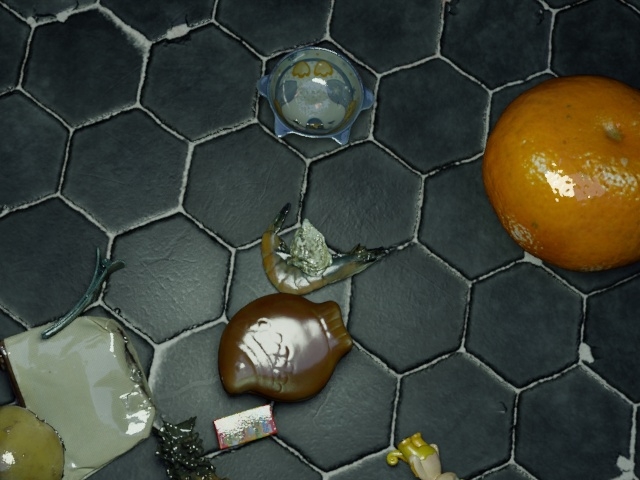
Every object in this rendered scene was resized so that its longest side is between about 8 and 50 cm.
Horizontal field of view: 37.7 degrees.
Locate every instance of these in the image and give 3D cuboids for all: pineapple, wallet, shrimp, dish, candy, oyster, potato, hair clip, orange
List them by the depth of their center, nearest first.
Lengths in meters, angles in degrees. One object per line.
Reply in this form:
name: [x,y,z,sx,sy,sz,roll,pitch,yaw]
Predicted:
potato: [-0.593,0.425,1.777,0.182,0.117,0.202,3,93,9]
pineapple: [-0.228,0.511,1.800,0.201,0.202,0.362,-22,63,-9]
wallet: [-0.485,0.304,1.865,0.274,0.068,0.336,-21,88,-5]
hair clip: [-0.477,0.112,1.873,0.070,0.039,0.230,29,53,0]
candy: [-0.153,0.376,1.890,0.121,0.038,0.062,-15,81,-8]
orange: [0.537,-0.129,1.911,0.423,0.326,0.424,6,60,-11]
oyster: [-0.018,0.018,1.930,0.100,0.037,0.098,32,78,11]
shrimp: [0.000,0.000,1.974,0.261,0.051,0.198,-18,80,-5]
dish: [-0.019,-0.296,2.014,0.236,0.086,0.228,29,79,1]

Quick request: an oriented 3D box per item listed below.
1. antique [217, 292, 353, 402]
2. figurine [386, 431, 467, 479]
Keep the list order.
antique: [-0.077,0.220,1.882,0.278,0.129,0.224,-26,82,-10]
figurine: [0.243,0.500,1.867,0.156,0.131,0.246,-10,58,-47]
